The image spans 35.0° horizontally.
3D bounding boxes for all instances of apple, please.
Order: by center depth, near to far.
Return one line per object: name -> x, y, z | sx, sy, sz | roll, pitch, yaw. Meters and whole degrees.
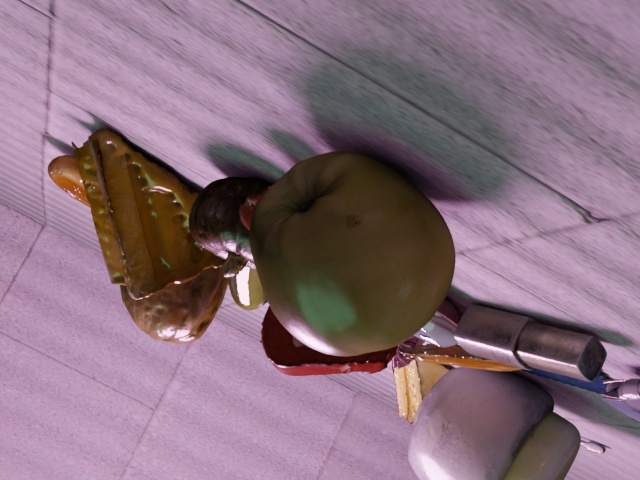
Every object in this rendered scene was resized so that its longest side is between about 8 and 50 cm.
apple -> 0.033, 0.019, 1.291 | 0.262, 0.262, 0.262 | 26, 168, 6

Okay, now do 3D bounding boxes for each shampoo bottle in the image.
shampoo bottle -> 0.354, 0.432, 2.125 | 0.317, 0.322, 0.322 | 28, 169, 22

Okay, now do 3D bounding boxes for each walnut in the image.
walnut -> -0.318, 0.080, 2.198 | 0.283, 0.283, 0.227 | 18, 178, 34

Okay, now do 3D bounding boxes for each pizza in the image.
pizza -> 0.272, 0.217, 1.915 | 0.262, 0.034, 0.181 | 1, 166, 29

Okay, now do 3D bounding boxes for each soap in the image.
soap -> -0.286, -0.098, 1.952 | 0.169, 0.304, 0.338 | 21, 128, 50

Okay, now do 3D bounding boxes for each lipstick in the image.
lipstick -> 0.337, 0.167, 1.647 | 0.079, 0.077, 0.253 | 43, 161, -33

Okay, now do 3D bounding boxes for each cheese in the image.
cheese -> 0.173, 0.117, 1.776 | 0.189, 0.074, 0.286 | 24, 168, 30

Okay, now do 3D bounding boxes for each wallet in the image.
wallet -> 0.554, 0.252, 1.583 | 0.170, 0.069, 0.231 | 24, 162, -9

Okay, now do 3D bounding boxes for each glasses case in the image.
glasses case -> 0.148, 0.208, 2.157 | 0.193, 0.102, 0.070 | 35, 159, -31

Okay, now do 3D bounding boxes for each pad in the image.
pad -> 0.403, 0.213, 1.858 | 0.270, 0.012, 0.269 | 36, 165, -36

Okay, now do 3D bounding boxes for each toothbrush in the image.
toothbrush -> 0.581, 0.478, 2.533 | 0.294, 0.026, 0.028 | 15, 178, 41

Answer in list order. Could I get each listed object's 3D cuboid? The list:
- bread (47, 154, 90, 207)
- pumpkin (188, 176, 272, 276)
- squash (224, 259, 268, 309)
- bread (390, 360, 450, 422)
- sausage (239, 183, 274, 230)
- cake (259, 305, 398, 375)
bread -> -0.512, -0.130, 2.203 | 0.114, 0.077, 0.189 | -5, 150, 30
pumpkin -> -0.122, -0.013, 1.682 | 0.219, 0.162, 0.219 | 25, 172, 4
squash -> -0.137, 0.026, 1.924 | 0.094, 0.094, 0.341 | 24, 146, 12
bread -> 0.247, 0.354, 2.522 | 0.266, 0.142, 0.178 | 157, 92, -76
sausage -> 0.000, 0.000, 1.551 | 0.102, 0.102, 0.330 | 17, 173, 38
cake -> 0.023, 0.164, 1.947 | 0.283, 0.177, 0.151 | -3, 164, 2
